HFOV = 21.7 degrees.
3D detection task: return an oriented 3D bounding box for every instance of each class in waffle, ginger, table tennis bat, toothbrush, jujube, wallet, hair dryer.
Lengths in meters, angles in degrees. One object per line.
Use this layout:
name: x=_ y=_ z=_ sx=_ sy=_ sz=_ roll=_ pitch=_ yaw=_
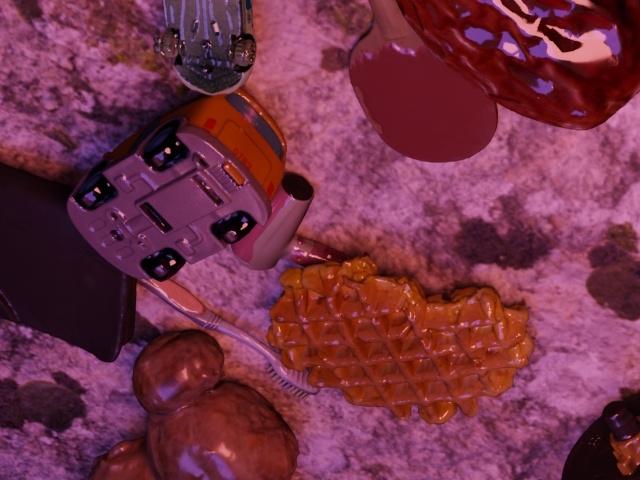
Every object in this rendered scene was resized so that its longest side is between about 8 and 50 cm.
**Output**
waffle: x=0.073 y=0.093 z=1.653 sx=0.253 sy=0.056 sz=0.249 roll=31 pitch=138 yaw=-18
ginger: x=-0.131 y=0.242 z=1.845 sx=0.244 sy=0.155 sz=0.304 roll=27 pitch=127 yaw=11
table tennis bat: x=0.076 y=-0.162 z=1.477 sx=0.131 sy=0.022 sz=0.234 roll=-6 pitch=127 yaw=29
toothbrush: x=-0.156 y=0.057 z=1.766 sx=0.375 sy=0.028 sz=0.037 roll=36 pitch=143 yaw=-8
jujube: x=0.160 y=-0.200 z=1.294 sx=0.243 sy=0.183 sz=0.183 roll=46 pitch=133 yaw=-2
wallet: x=-0.358 y=-0.006 z=1.755 sx=0.377 sy=0.051 sz=0.197 roll=20 pitch=127 yaw=16
hair dryer: x=-0.001 y=0.005 z=1.648 sx=0.154 sy=0.054 sz=0.106 roll=29 pitch=131 yaw=-16

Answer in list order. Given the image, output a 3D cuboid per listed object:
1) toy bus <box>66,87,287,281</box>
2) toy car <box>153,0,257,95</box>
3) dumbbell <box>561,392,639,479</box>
toy bus: x=-0.130 y=-0.060 z=1.576 sx=0.209 sy=0.136 sz=0.126 roll=-26 pitch=116 yaw=39
toy car: x=-0.100 y=-0.221 z=1.479 sx=0.093 sy=0.058 sz=0.186 roll=7 pitch=119 yaw=18
dumbbell: x=0.378 y=0.300 z=1.627 sx=0.185 sy=0.185 sz=0.388 roll=-20 pitch=118 yaw=36
